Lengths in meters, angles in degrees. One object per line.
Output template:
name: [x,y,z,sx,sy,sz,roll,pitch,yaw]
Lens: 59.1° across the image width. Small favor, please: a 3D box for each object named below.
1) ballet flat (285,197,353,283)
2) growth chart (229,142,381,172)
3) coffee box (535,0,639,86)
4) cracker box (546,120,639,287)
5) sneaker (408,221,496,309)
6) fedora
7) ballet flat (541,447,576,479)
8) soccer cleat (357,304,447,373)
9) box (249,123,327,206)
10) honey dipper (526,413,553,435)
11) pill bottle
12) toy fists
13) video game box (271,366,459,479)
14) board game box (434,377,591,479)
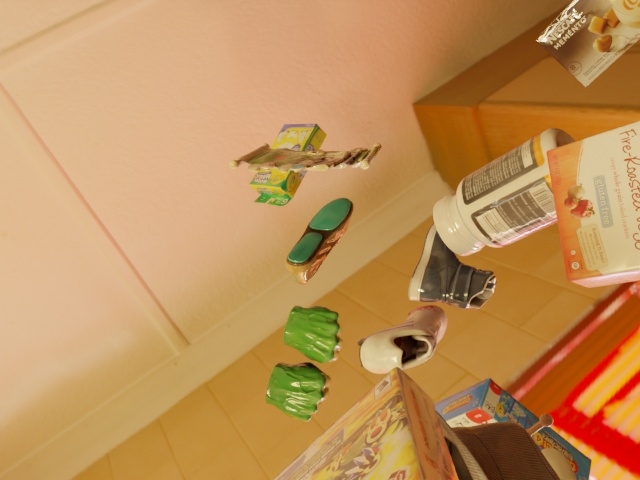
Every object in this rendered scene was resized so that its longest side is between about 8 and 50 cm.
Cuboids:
ballet flat: [0.000,0.000,1.170,0.232,0.080,0.073,-50,-38,-38]
growth chart: [-0.020,-0.139,0.948,0.237,0.172,0.021,2,-69,8]
coffee box: [0.554,-0.434,1.063,0.141,0.246,0.098,45,-142,2]
cracker box: [0.365,-0.049,0.572,0.067,0.232,0.155,16,-115,-46]
sneaker: [0.291,0.051,1.189,0.086,0.164,0.226,77,-151,-44]
fedora: [0.215,0.319,0.679,0.124,0.243,0.275,-12,-107,-12]
ballet flat: [0.376,0.470,0.928,0.086,0.086,0.248,20,-113,-31]
soccer cleat: [0.234,0.238,1.333,0.331,0.143,0.116,-17,-81,-44]
box: [-0.071,-0.152,1.131,0.043,0.105,0.179,39,-110,-41]
honey dipper: [0.285,0.297,0.827,0.031,0.030,0.160,0,-42,-28]
pill bottle: [0.366,-0.082,1.088,0.162,0.278,0.162,23,-127,-33]
toy fists: [-0.026,0.299,1.385,0.096,0.142,0.279,33,-108,-61]
video game box: [-0.004,0.190,0.349,0.205,0.187,0.048,-45,-84,7]
board game box: [0.401,0.493,1.329,0.302,0.308,0.086,39,-132,-2]
